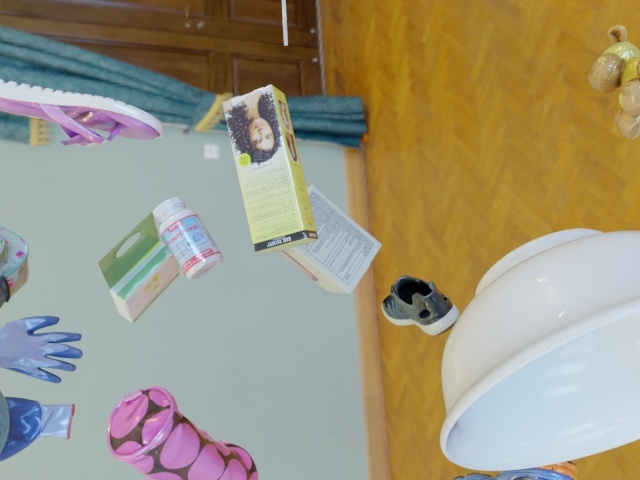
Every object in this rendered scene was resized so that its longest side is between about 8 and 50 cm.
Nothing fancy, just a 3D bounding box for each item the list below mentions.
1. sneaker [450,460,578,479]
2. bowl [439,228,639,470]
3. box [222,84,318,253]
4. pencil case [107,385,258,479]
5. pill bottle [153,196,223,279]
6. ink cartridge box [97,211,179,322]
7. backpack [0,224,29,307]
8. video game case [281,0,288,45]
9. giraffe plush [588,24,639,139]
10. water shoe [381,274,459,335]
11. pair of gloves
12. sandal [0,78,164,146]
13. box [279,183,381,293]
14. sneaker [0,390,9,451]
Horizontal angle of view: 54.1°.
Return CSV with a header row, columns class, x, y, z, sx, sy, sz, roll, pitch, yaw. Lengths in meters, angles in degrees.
class,x,y,z,sx,sy,sz,roll,pitch,yaw
sneaker,0.208,0.323,0.737,0.221,0.083,0.087,-54,13,45
bowl,0.230,0.084,0.562,0.298,0.297,0.134,111,153,-45
box,-0.074,-0.102,0.922,0.058,0.087,0.233,5,-111,-72
pencil case,-0.157,0.241,0.723,0.209,0.095,0.098,61,-173,-46
pill bottle,-0.273,-0.006,1.280,0.160,0.087,0.087,56,152,9
ink cartridge box,-0.404,0.066,1.423,0.171,0.056,0.235,-51,-14,-29
backpack,-0.614,0.045,1.104,0.188,0.165,0.145,-54,-14,-53
video game case,-0.094,-0.583,1.638,0.087,0.011,0.122,89,177,-52
giraffe plush,0.582,-0.310,1.165,0.170,0.210,0.182,48,134,36
water shoe,0.140,0.084,0.947,0.080,0.073,0.203,57,165,-11
pair of gloves,-0.411,0.198,0.849,0.023,0.159,0.198,147,126,-59
sandal,-0.527,-0.246,1.325,0.169,0.415,0.102,48,-125,-78
box,0.000,0.000,1.475,0.149,0.232,0.126,-56,20,-17
sneaker,-0.496,0.272,0.649,0.319,0.208,0.127,-74,-26,-71
